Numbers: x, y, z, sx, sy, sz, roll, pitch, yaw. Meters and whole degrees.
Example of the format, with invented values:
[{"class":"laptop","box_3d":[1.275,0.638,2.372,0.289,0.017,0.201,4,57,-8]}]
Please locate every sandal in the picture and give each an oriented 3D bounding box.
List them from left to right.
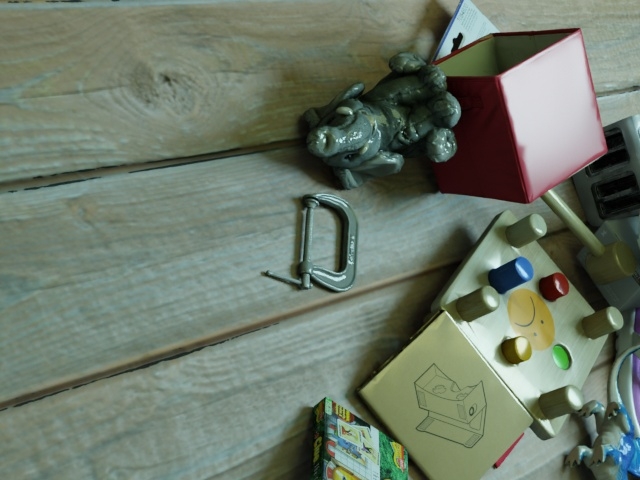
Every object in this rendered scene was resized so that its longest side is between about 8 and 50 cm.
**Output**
[{"class":"sandal","box_3d":[0.560,0.219,1.701,0.169,0.102,0.416,19,55,-32]}]

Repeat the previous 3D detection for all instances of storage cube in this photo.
[{"class":"storage cube","box_3d":[0.269,-0.181,1.526,0.215,0.184,0.193,-32,115,-30]}]

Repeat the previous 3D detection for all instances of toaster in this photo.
[{"class":"toaster","box_3d":[0.523,-0.120,1.798,0.110,0.186,0.168,-10,83,-38]}]

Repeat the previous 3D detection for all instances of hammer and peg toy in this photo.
[{"class":"hammer and peg toy","box_3d":[0.313,0.081,1.544,0.266,0.127,0.361,48,47,-8]}]

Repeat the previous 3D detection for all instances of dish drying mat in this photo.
[{"class":"dish drying mat","box_3d":[0.260,0.284,1.486,0.083,0.008,0.032,-37,96,-44]}]

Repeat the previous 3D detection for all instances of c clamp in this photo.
[{"class":"c clamp","box_3d":[0.000,0.000,1.389,0.137,0.022,0.160,27,55,-28]}]

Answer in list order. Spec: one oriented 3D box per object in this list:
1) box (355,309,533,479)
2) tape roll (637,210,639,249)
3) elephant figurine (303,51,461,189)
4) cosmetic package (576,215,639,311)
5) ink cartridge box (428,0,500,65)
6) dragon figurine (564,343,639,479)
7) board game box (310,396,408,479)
[{"class":"box","box_3d":[0.165,0.217,1.381,0.164,0.021,0.201,-42,99,-17]},{"class":"tape roll","box_3d":[0.636,-0.011,1.619,0.246,0.169,0.246,10,71,-30]},{"class":"elephant figurine","box_3d":[0.054,-0.151,1.427,0.239,0.186,0.169,-25,50,-19]},{"class":"cosmetic package","box_3d":[0.557,0.028,1.742,0.238,0.107,0.127,-9,56,-30]},{"class":"ink cartridge box","box_3d":[0.264,-0.255,1.718,0.224,0.045,0.223,42,50,-18]},{"class":"dragon figurine","box_3d":[0.455,0.309,1.582,0.144,0.085,0.289,37,56,-24]},{"class":"board game box","box_3d":[0.046,0.302,1.206,0.136,0.030,0.259,37,26,-20]}]
